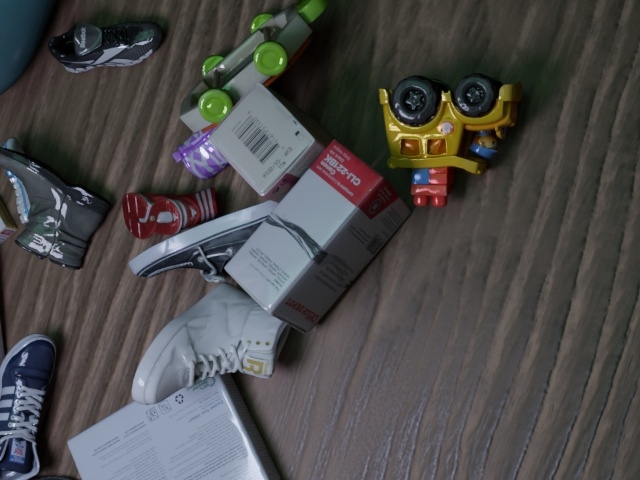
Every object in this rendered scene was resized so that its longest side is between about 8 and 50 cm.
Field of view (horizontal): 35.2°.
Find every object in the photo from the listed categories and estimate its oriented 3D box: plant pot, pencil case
[{"bbox_3d":[-0.676,-0.415,1.937,0.293,0.293,0.235,25,104,23],"label":"plant pot"},{"bbox_3d":[-0.159,-0.195,1.794,0.206,0.088,0.086,-41,68,11],"label":"pencil case"}]

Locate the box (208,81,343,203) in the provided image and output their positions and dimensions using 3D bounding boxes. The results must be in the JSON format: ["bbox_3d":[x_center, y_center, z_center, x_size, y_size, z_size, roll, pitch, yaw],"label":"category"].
[{"bbox_3d":[-0.052,-0.143,1.663,0.127,0.232,0.148,-47,68,10],"label":"box"}]

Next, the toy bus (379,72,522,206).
[{"bbox_3d":[0.212,-0.160,1.622,0.220,0.149,0.211,-1,94,19],"label":"toy bus"}]

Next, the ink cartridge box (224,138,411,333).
[{"bbox_3d":[0.000,0.000,1.625,0.114,0.197,0.273,40,90,23],"label":"ink cartridge box"}]

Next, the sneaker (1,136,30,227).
[{"bbox_3d":[-0.554,-0.118,1.954,0.083,0.071,0.190,-24,82,10],"label":"sneaker"}]

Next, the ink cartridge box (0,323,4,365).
[{"bbox_3d":[-0.744,0.172,1.943,0.261,0.066,0.296,-9,86,14],"label":"ink cartridge box"}]

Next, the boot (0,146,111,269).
[{"bbox_3d":[-0.528,-0.057,1.878,0.246,0.083,0.161,31,92,-5],"label":"boot"}]

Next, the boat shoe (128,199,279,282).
[{"bbox_3d":[-0.183,0.021,1.759,0.306,0.113,0.105,-21,90,4],"label":"boat shoe"}]

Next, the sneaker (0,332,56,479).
[{"bbox_3d":[-0.540,0.318,1.824,0.153,0.099,0.282,39,104,52],"label":"sneaker"}]

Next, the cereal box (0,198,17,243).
[{"bbox_3d":[-0.737,-0.019,2.013,0.240,0.047,0.173,-39,71,11],"label":"cereal box"}]

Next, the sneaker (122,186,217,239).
[{"bbox_3d":[-0.262,-0.051,1.825,0.221,0.128,0.087,13,110,51],"label":"sneaker"}]

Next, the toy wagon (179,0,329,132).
[{"bbox_3d":[-0.100,-0.320,1.717,0.344,0.267,0.068,-38,111,11],"label":"toy wagon"}]

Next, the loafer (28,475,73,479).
[{"bbox_3d":[-0.524,0.485,1.835,0.251,0.094,0.087,0,110,26],"label":"loafer"}]

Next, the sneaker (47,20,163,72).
[{"bbox_3d":[-0.415,-0.375,1.914,0.234,0.106,0.078,-8,79,20],"label":"sneaker"}]

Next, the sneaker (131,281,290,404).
[{"bbox_3d":[-0.162,0.187,1.648,0.169,0.292,0.108,24,133,20],"label":"sneaker"}]

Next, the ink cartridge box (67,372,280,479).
[{"bbox_3d":[-0.240,0.417,1.735,0.324,0.071,0.330,-31,75,14],"label":"ink cartridge box"}]
